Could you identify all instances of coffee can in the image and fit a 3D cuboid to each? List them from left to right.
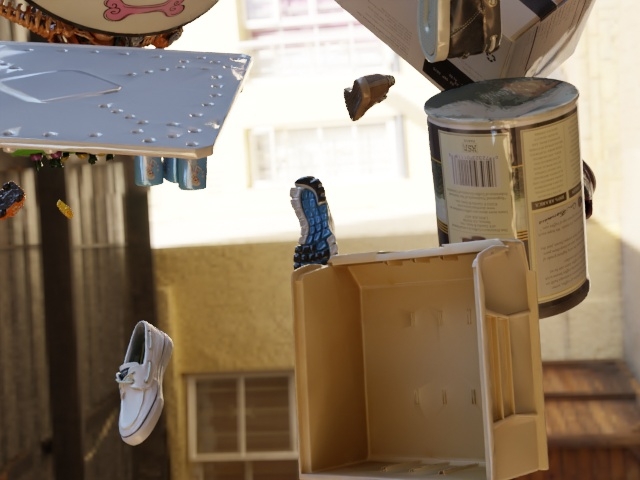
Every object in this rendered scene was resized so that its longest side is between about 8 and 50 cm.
[{"bbox_3d":[0.249,-0.058,1.479,0.201,0.202,0.275,-73,-23,-67],"label":"coffee can"}]

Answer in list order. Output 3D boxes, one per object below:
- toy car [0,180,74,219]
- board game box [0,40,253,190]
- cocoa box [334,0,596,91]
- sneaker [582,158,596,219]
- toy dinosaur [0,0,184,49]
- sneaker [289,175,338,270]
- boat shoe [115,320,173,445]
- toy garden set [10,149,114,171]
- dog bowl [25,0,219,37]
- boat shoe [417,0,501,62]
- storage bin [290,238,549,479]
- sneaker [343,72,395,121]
[{"bbox_3d":[-0.406,-0.038,1.559,0.060,0.122,0.040,-63,-17,-19],"label":"toy car"},{"bbox_3d":[-0.286,-0.147,1.219,0.390,0.390,0.050,-83,-4,-67],"label":"board game box"},{"bbox_3d":[0.221,-0.396,1.705,0.228,0.347,0.231,-40,-18,-20],"label":"cocoa box"},{"bbox_3d":[0.397,-0.143,1.965,0.281,0.106,0.162,40,-155,-17],"label":"sneaker"},{"bbox_3d":[-0.358,-0.374,1.778,0.322,0.164,0.218,-2,-107,-66],"label":"toy dinosaur"},{"bbox_3d":[0.000,0.000,1.700,0.083,0.071,0.190,54,-150,-62],"label":"sneaker"},{"bbox_3d":[-0.309,0.234,1.860,0.076,0.083,0.226,46,-150,-31],"label":"boat shoe"},{"bbox_3d":[-0.282,-0.124,1.503,0.244,0.204,0.049,-64,-34,-85],"label":"toy garden set"},{"bbox_3d":[-0.279,-0.498,1.552,0.150,0.408,0.407,142,132,-61],"label":"dog bowl"},{"bbox_3d":[0.137,-0.274,1.000,0.084,0.079,0.233,-107,16,-56],"label":"boat shoe"},{"bbox_3d":[0.107,0.137,1.256,0.123,0.262,0.260,2,-96,-49],"label":"storage bin"},{"bbox_3d":[0.089,-0.260,2.023,0.188,0.071,0.066,167,88,-82],"label":"sneaker"}]
